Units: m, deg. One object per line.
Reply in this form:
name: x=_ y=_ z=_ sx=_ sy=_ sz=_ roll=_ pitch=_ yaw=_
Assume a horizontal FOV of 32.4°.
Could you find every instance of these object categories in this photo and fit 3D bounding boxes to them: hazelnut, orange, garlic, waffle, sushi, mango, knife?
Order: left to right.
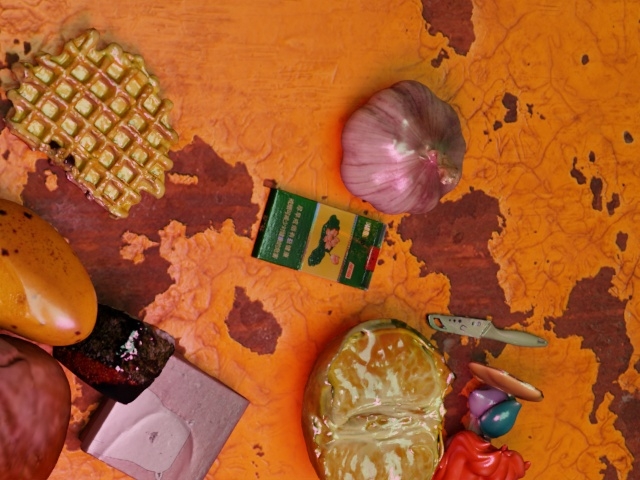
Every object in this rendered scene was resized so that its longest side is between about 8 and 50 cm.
hazelnut: x=-0.536 y=0.260 z=1.593 sx=0.372 sy=0.372 sz=0.315 roll=-2 pitch=60 yaw=-25
mango: x=-0.452 y=0.051 z=1.667 sx=0.290 sy=0.191 sz=0.160 roll=39 pitch=107 yaw=9
waffle: x=-0.369 y=-0.184 z=1.771 sx=0.283 sy=0.065 sz=0.309 roll=-8 pitch=96 yaw=-27
sushi: x=-0.328 y=0.167 z=1.734 sx=0.136 sy=0.225 sz=0.126 roll=33 pitch=83 yaw=-34
orange: x=0.085 y=0.304 z=1.966 sx=0.263 sy=0.196 sz=0.334 roll=-11 pitch=105 yaw=-39
garlic: x=0.170 y=-0.148 z=1.932 sx=0.245 sy=0.253 sz=0.245 roll=-7 pitch=108 yaw=-25
knife: x=0.331 y=0.177 z=2.166 sx=0.293 sy=0.020 sz=0.043 roll=11 pitch=93 yaw=-25

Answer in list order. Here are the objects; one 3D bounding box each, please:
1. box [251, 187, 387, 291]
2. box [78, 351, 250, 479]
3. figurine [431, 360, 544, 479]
box: x=0.000 y=0.000 z=1.980 sx=0.235 sy=0.034 sz=0.132 roll=16 pitch=88 yaw=-26
box: x=-0.265 y=0.302 z=1.857 sx=0.215 sy=0.086 sz=0.215 roll=35 pitch=80 yaw=-25
figurine: x=0.308 y=0.376 z=2.076 sx=0.181 sy=0.208 sz=0.257 roll=43 pitch=68 yaw=-57
